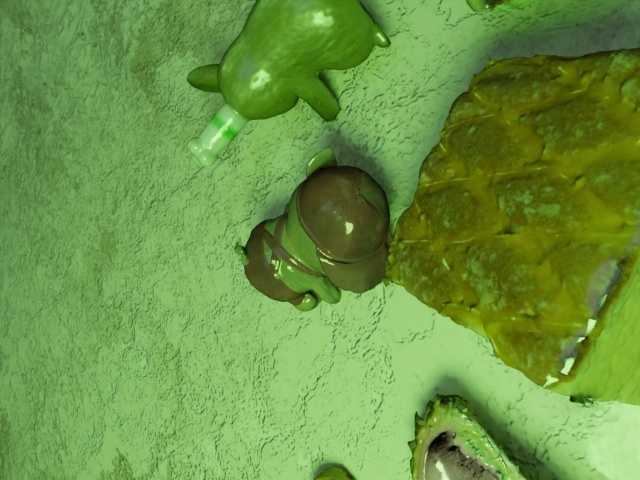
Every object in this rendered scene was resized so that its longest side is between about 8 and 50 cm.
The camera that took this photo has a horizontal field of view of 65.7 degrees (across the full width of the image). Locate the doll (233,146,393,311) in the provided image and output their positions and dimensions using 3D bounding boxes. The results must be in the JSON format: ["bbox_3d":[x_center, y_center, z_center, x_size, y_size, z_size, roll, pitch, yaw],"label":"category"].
[{"bbox_3d":[0.002,-0.002,0.736,0.196,0.152,0.256,47,132,-7],"label":"doll"}]

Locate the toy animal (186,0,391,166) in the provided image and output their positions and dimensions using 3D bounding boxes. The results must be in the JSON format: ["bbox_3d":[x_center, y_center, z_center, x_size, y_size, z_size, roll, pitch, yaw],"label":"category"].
[{"bbox_3d":[-0.070,-0.274,0.794,0.363,0.180,0.181,-40,60,31],"label":"toy animal"}]

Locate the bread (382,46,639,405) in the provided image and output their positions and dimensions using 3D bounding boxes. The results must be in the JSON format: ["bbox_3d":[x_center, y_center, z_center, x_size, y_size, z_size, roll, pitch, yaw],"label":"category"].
[{"bbox_3d":[0.247,-0.021,0.500,0.279,0.207,0.278,33,103,61],"label":"bread"}]

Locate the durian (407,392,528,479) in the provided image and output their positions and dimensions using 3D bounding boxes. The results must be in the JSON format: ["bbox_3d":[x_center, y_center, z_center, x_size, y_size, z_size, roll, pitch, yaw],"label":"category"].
[{"bbox_3d":[0.230,0.348,0.594,0.341,0.112,0.191,42,118,36],"label":"durian"}]

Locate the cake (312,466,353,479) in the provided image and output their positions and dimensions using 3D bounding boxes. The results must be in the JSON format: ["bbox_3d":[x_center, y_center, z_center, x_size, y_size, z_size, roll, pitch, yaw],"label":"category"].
[{"bbox_3d":[0.021,0.392,0.756,0.084,0.044,0.084,-3,85,34],"label":"cake"}]

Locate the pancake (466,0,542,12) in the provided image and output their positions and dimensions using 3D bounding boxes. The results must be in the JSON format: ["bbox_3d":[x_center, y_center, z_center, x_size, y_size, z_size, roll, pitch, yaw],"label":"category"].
[{"bbox_3d":[0.299,-0.470,0.581,0.305,0.067,0.426,5,90,3],"label":"pancake"}]
